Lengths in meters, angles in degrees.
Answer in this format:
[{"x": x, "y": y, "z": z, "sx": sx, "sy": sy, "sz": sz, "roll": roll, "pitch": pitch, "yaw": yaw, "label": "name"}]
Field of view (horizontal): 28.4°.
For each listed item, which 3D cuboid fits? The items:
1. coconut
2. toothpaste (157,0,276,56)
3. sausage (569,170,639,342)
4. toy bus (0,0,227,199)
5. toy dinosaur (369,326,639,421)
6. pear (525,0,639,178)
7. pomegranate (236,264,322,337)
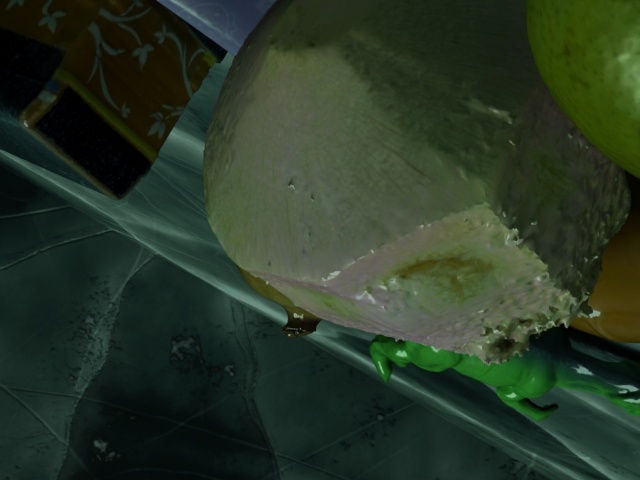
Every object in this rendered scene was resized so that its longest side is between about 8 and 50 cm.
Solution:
[{"x": 0.057, "y": -0.055, "z": 0.702, "sx": 0.233, "sy": 0.233, "sz": 0.245, "roll": 21, "pitch": 171, "yaw": 36, "label": "coconut"}, {"x": 0.038, "y": -0.110, "z": 0.859, "sx": 0.125, "sy": 0.080, "sz": 0.371, "roll": -30, "pitch": 138, "yaw": 24, "label": "toothpaste"}, {"x": 0.272, "y": 0.007, "z": 0.722, "sx": 0.134, "sy": 0.116, "sz": 0.354, "roll": -10, "pitch": -174, "yaw": -34, "label": "sausage"}, {"x": -0.260, "y": -0.176, "z": 1.044, "sx": 0.323, "sy": 0.194, "sz": 0.162, "roll": 22, "pitch": 168, "yaw": 31, "label": "toy bus"}, {"x": 0.143, "y": 0.080, "z": 1.346, "sx": 0.374, "sy": 0.144, "sz": 0.500, "roll": 12, "pitch": 165, "yaw": 42, "label": "toy dinosaur"}, {"x": 0.164, "y": -0.109, "z": 0.447, "sx": 0.180, "sy": 0.166, "sz": 0.216, "roll": 37, "pitch": 152, "yaw": 30, "label": "pear"}, {"x": 0.000, "y": 0.000, "z": 1.193, "sx": 0.196, "sy": 0.196, "sz": 0.196, "roll": 28, "pitch": 169, "yaw": 6, "label": "pomegranate"}]
